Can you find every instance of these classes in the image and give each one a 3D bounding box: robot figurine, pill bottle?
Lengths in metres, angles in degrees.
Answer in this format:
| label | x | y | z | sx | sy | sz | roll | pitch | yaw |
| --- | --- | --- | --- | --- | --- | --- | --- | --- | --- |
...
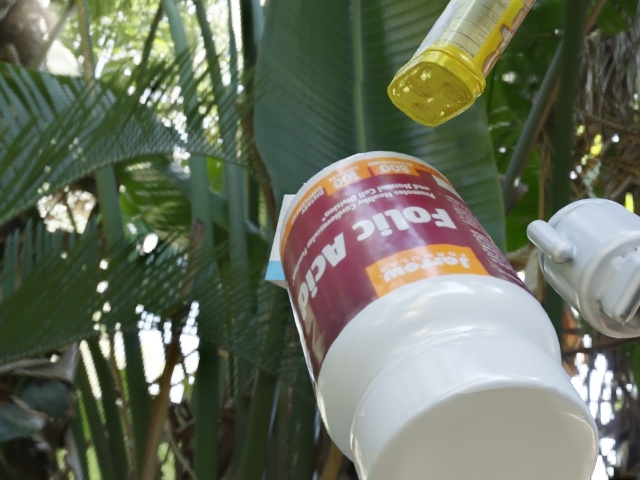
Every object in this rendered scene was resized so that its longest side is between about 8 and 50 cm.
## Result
| label | x | y | z | sx | sy | sz | roll | pitch | yaw |
| --- | --- | --- | --- | --- | --- | --- | --- | --- | --- |
| robot figurine | 0.516 | 0.043 | 1.471 | 0.300 | 0.353 | 0.199 | 24 | -75 | -13 |
| pill bottle | 0.092 | 0.086 | 0.793 | 0.224 | 0.392 | 0.224 | -5 | -60 | -9 |

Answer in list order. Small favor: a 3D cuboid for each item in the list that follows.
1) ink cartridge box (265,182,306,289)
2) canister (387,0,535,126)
| label | x | y | z | sx | sy | sz | roll | pitch | yaw |
| --- | --- | --- | --- | --- | --- | --- | --- | --- | --- |
| ink cartridge box | 0.000 | 0.000 | 1.114 | 0.090 | 0.143 | 0.092 | -1 | -19 | 40 |
| canister | 0.158 | -0.218 | 0.881 | 0.073 | 0.169 | 0.126 | 37 | -18 | -10 |
